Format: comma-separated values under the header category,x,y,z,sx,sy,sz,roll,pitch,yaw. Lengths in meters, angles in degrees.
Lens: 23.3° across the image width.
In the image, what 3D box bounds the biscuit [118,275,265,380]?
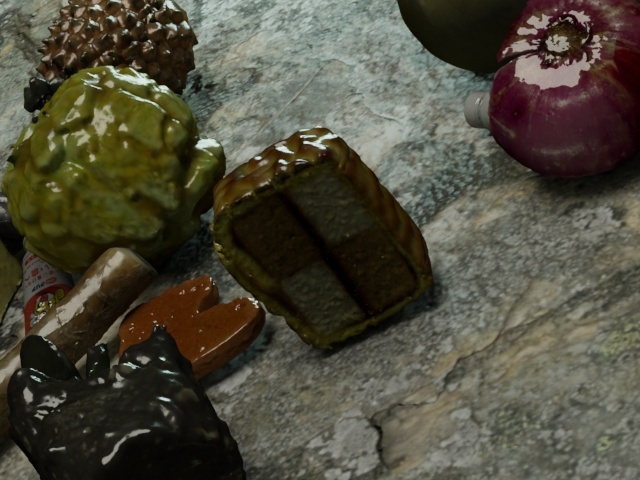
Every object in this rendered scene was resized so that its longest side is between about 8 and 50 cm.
category,x,y,z,sx,sy,sz,roll,pitch,yaw
biscuit,-0.147,0.102,1.777,0.186,0.036,0.192,-32,29,8

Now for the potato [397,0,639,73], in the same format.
category,x,y,z,sx,sy,sz,roll,pitch,yaw
potato,0.231,-0.315,1.831,0.326,0.243,0.221,-8,81,38

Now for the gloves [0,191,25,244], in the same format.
category,x,y,z,sx,sy,sz,roll,pitch,yaw
gloves,-0.459,-0.017,2.193,0.285,0.119,0.142,-31,-1,9

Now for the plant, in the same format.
category,x,y,z,sx,sy,sz,roll,pitch,yaw
plant,-0.196,0.196,1.553,0.188,0.199,0.276,-34,33,-14

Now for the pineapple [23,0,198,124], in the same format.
category,x,y,z,sx,sy,sz,roll,pitch,yaw
pineapple,-0.318,-0.209,2.213,0.223,0.223,0.357,-15,34,27

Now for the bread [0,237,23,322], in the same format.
category,x,y,z,sx,sy,sz,roll,pitch,yaw
bread,-0.495,0.026,1.997,0.198,0.263,0.236,6,47,43

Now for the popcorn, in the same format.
category,x,y,z,sx,sy,sz,roll,pitch,yaw
popcorn,-0.272,-0.081,1.967,0.282,0.247,0.282,-36,21,16

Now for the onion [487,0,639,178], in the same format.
category,x,y,z,sx,sy,sz,roll,pitch,yaw
onion,0.287,-0.166,1.644,0.200,0.201,0.207,-1,30,42

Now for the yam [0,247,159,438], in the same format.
category,x,y,z,sx,sy,sz,roll,pitch,yaw
yam,-0.336,0.143,1.830,0.357,0.081,0.081,-47,33,-14

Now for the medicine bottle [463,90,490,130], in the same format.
category,x,y,z,sx,sy,sz,roll,pitch,yaw
medicine bottle,0.213,-0.150,1.799,0.089,0.052,0.052,9,49,48

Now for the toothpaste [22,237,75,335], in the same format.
category,x,y,z,sx,sy,sz,roll,pitch,yaw
toothpaste,-0.351,0.070,2.011,0.089,0.057,0.234,-27,38,4

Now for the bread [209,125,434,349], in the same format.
category,x,y,z,sx,sy,sz,roll,pitch,yaw
bread,0.000,0.000,1.617,0.181,0.222,0.096,-34,25,16
